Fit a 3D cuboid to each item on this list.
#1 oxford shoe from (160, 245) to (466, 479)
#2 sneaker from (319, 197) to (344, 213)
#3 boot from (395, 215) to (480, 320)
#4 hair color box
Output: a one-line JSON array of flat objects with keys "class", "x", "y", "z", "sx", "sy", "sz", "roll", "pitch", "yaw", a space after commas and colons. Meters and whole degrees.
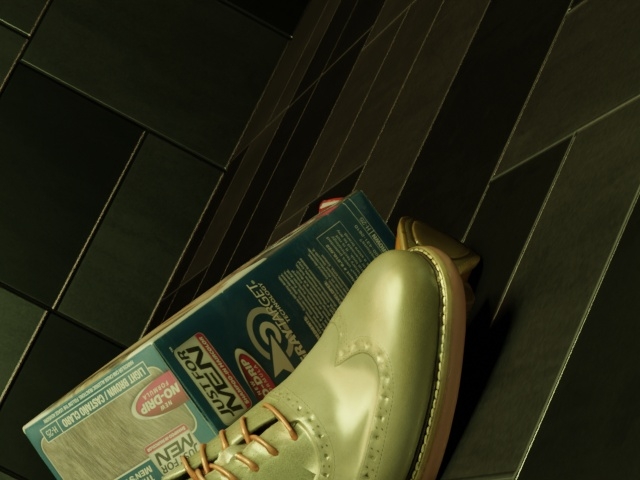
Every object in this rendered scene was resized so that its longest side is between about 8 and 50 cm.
[{"class": "oxford shoe", "x": -0.026, "y": 0.174, "z": 1.330, "sx": 0.397, "sy": 0.147, "sz": 0.140, "roll": -65, "pitch": 30, "yaw": 4}, {"class": "sneaker", "x": 0.000, "y": 0.000, "z": 2.128, "sx": 0.118, "sy": 0.042, "sz": 0.067, "roll": -47, "pitch": 20, "yaw": 33}, {"class": "boot", "x": 0.063, "y": 0.072, "z": 1.482, "sx": 0.197, "sy": 0.073, "sz": 0.152, "roll": -79, "pitch": 15, "yaw": -70}, {"class": "hair color box", "x": -0.073, "y": 0.090, "z": 1.562, "sx": 0.174, "sy": 0.105, "sz": 0.347, "roll": -34, "pitch": 2, "yaw": 36}]
